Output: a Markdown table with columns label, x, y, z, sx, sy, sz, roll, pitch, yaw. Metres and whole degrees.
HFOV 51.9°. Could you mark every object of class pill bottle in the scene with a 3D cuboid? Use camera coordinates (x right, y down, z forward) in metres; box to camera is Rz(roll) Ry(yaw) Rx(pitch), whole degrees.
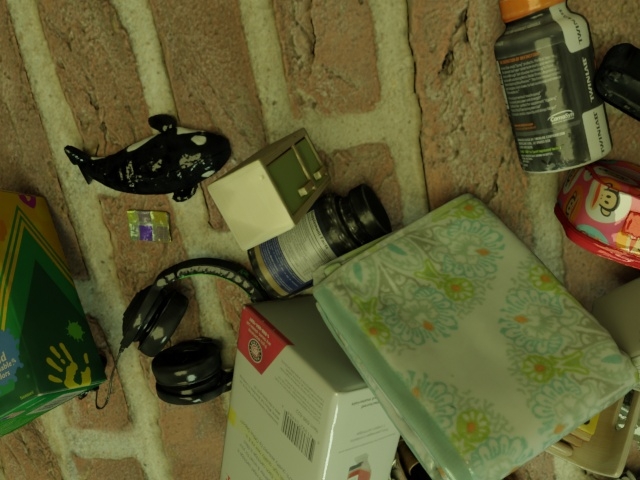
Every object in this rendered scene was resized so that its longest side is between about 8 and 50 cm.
| label | x | y | z | sx | sy | sz | roll | pitch | yaw |
| --- | --- | --- | --- | --- | --- | --- | --- | --- | --- |
| pill bottle | 0.321 | -0.229 | 0.924 | 0.130 | 0.130 | 0.246 | -14 | 106 | 16 |
| pill bottle | 0.000 | 0.000 | 1.072 | 0.219 | 0.123 | 0.123 | -29 | 101 | 19 |

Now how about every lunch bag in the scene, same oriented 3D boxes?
| label | x | y | z | sx | sy | sz | roll | pitch | yaw |
| --- | --- | --- | --- | --- | --- | --- | --- | --- | --- |
| lunch bag | 0.482 | -0.015 | 0.895 | 0.292 | 0.258 | 0.120 | 19 | 108 | 6 |

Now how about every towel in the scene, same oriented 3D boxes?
| label | x | y | z | sx | sy | sz | roll | pitch | yaw |
| --- | --- | --- | --- | --- | --- | --- | --- | --- | --- |
| towel | -0.309 | -0.026 | 1.187 | 0.083 | 0.009 | 0.060 | 5 | 110 | 10 |
| towel | 0.202 | 0.124 | 0.924 | 0.320 | 0.090 | 0.375 | -27 | 60 | -16 |

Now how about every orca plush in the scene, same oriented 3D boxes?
| label | x | y | z | sx | sy | sz | roll | pitch | yaw |
| --- | --- | --- | --- | --- | --- | --- | --- | --- | --- |
| orca plush | -0.300 | -0.132 | 1.099 | 0.287 | 0.102 | 0.151 | 8 | 110 | 9 |

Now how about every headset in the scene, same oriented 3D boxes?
| label | x | y | z | sx | sy | sz | roll | pitch | yaw |
| --- | --- | --- | --- | --- | --- | --- | --- | --- | --- |
| headset | -0.272 | 0.182 | 1.206 | 0.394 | 0.185 | 0.244 | -29 | 105 | 4 |

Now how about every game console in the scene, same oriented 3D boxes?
| label | x | y | z | sx | sy | sz | roll | pitch | yaw |
| --- | --- | --- | --- | --- | --- | --- | --- | --- | --- |
| game console | 0.537 | -0.155 | 0.877 | 0.361 | 0.213 | 0.044 | 31 | 147 | 2 |

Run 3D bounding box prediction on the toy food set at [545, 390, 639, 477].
| label | x | y | z | sx | sy | sz | roll | pitch | yaw |
| --- | --- | --- | --- | --- | --- | --- | --- | --- | --- |
| toy food set | 0.350 | 0.198 | 1.019 | 0.306 | 0.092 | 0.220 | 26 | 70 | 3 |

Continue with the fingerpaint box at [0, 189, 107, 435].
| label | x | y | z | sx | sy | sz | roll | pitch | yaw |
| --- | --- | --- | --- | --- | --- | --- | --- | --- | --- |
| fingerpaint box | -0.649 | 0.175 | 1.173 | 0.444 | 0.163 | 0.371 | -28 | 76 | 19 |

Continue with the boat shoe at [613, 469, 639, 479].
| label | x | y | z | sx | sy | sz | roll | pitch | yaw |
| --- | --- | --- | --- | --- | --- | --- | --- | --- | --- |
| boat shoe | 0.544 | 0.437 | 1.143 | 0.226 | 0.083 | 0.076 | -19 | 82 | 11 |

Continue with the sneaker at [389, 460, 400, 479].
| label | x | y | z | sx | sy | sz | roll | pitch | yaw |
| --- | --- | --- | --- | --- | --- | --- | --- | --- | --- |
| sneaker | 0.105 | 0.443 | 1.230 | 0.086 | 0.064 | 0.192 | 25 | 108 | 8 |

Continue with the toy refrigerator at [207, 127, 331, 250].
| label | x | y | z | sx | sy | sz | roll | pitch | yaw |
| --- | --- | --- | --- | --- | --- | --- | --- | --- | --- |
| toy refrigerator | -0.062 | -0.087 | 0.976 | 0.094 | 0.269 | 0.102 | -25 | 101 | 18 |

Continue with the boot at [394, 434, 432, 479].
| label | x | y | z | sx | sy | sz | roll | pitch | yaw |
| --- | --- | --- | --- | --- | --- | --- | --- | --- | --- |
| boot | 0.149 | 0.322 | 1.079 | 0.112 | 0.115 | 0.305 | -46 | 66 | 15 |

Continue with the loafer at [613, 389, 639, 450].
| label | x | y | z | sx | sy | sz | roll | pitch | yaw |
| --- | --- | --- | --- | --- | --- | --- | --- | --- | --- |
| loafer | 0.568 | 0.309 | 1.089 | 0.251 | 0.094 | 0.087 | 29 | 136 | 11 |

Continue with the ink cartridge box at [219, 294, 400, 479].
| label | x | y | z | sx | sy | sz | roll | pitch | yaw |
| --- | --- | --- | --- | --- | --- | --- | --- | --- | --- |
| ink cartridge box | -0.024 | 0.326 | 1.098 | 0.279 | 0.160 | 0.385 | 34 | 120 | 46 |

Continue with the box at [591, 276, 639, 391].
| label | x | y | z | sx | sy | sz | roll | pitch | yaw |
| --- | --- | --- | --- | --- | --- | --- | --- | --- | --- |
| box | 0.537 | 0.157 | 0.962 | 0.232 | 0.127 | 0.149 | 21 | 153 | -8 |

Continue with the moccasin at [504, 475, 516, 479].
| label | x | y | z | sx | sy | sz | roll | pitch | yaw |
| --- | --- | --- | --- | --- | --- | --- | --- | --- | --- |
| moccasin | 0.309 | 0.471 | 1.172 | 0.146 | 0.139 | 0.380 | -24 | 93 | 27 |
